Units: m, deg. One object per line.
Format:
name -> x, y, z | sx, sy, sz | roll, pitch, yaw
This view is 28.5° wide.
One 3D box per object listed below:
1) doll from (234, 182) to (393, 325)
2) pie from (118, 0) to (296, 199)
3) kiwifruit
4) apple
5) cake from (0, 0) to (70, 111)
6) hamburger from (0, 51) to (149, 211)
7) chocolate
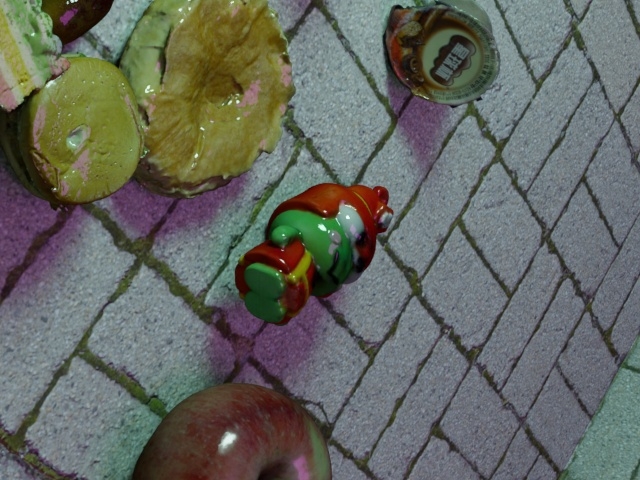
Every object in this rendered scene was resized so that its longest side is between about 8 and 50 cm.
doll -> 0.000, 0.000, 2.066 | 0.363, 0.160, 0.183 | -34, 131, -40
pie -> -0.163, -0.222, 1.829 | 0.339, 0.083, 0.339 | -21, 121, -41
kiwifruit -> -0.317, -0.299, 1.616 | 0.124, 0.075, 0.075 | -49, 138, -28
apple -> -0.150, 0.382, 1.994 | 0.344, 0.269, 0.345 | 5, 83, -45
cake -> -0.393, -0.276, 1.496 | 0.109, 0.090, 0.225 | -39, 123, -31
hamburger -> -0.330, -0.150, 1.631 | 0.189, 0.122, 0.215 | -49, 133, -28
chocolate -> 0.218, -0.353, 2.187 | 0.147, 0.221, 0.221 | -71, 154, -48
